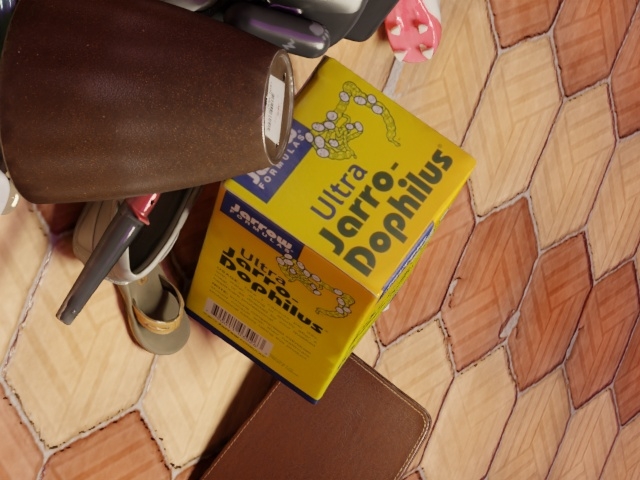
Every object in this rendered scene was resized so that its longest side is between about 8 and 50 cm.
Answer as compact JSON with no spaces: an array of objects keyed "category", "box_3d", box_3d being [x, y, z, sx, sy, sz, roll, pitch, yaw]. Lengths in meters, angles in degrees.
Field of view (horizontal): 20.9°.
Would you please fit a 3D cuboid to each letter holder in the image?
[{"category":"letter holder","box_3d":[0.006,0.300,2.110,0.302,0.214,0.152,-52,148,-3]}]

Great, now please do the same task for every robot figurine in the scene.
[{"category":"robot figurine","box_3d":[-0.054,-0.284,1.719,0.278,0.209,0.174,12,97,-30]}]

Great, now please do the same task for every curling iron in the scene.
[{"category":"curling iron","box_3d":[-0.167,-0.027,1.698,0.068,0.035,0.274,42,82,-21]}]

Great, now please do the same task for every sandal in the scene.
[{"category":"sandal","box_3d":[-0.179,0.067,1.905,0.072,0.049,0.180,-50,144,-28]}]

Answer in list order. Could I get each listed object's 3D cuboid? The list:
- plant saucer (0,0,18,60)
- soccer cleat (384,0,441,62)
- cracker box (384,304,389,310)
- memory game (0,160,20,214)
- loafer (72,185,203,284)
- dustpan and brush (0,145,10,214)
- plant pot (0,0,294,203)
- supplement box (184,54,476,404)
[{"category":"plant saucer","box_3d":[-0.367,-0.171,1.470,0.317,0.043,0.318,-28,127,-44]},{"category":"soccer cleat","box_3d":[0.105,-0.333,2.096,0.095,0.083,0.248,-79,162,-56]},{"category":"cracker box","box_3d":[0.029,-0.003,2.166,0.155,0.067,0.232,-24,128,-48]},{"category":"memory game","box_3d":[-0.317,-0.097,1.632,0.186,0.012,0.186,-34,135,-44]},{"category":"loafer","box_3d":[-0.147,-0.102,1.778,0.112,0.111,0.320,25,85,-35]},{"category":"dustpan and brush","box_3d":[-0.316,-0.050,1.588,0.211,0.060,0.147,-38,162,-40]},{"category":"plant pot","box_3d":[-0.148,-0.130,1.600,0.215,0.230,0.215,6,90,-76]},{"category":"supplement box","box_3d":[0.000,0.000,1.863,0.194,0.195,0.356,-53,174,-24]}]
